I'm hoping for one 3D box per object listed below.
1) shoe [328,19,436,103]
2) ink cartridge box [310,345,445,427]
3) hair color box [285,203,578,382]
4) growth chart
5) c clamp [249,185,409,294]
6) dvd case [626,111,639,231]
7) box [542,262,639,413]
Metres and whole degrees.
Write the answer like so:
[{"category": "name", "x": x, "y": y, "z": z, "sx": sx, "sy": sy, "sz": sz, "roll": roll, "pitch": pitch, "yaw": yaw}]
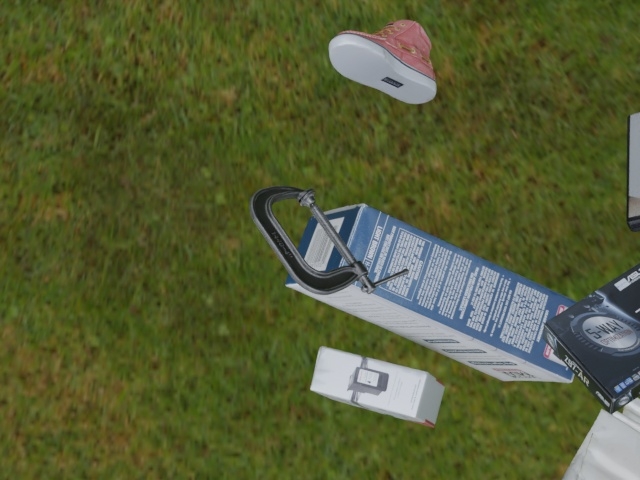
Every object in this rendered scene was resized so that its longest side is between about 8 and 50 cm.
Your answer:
[{"category": "shoe", "x": 0.074, "y": -0.231, "z": 1.763, "sx": 0.063, "sy": 0.081, "sz": 0.178, "roll": -21, "pitch": 151, "yaw": 38}, {"category": "ink cartridge box", "x": 0.075, "y": 0.191, "z": 1.917, "sx": 0.150, "sy": 0.109, "sz": 0.063, "roll": 12, "pitch": 81, "yaw": 21}, {"category": "hair color box", "x": 0.150, "y": 0.072, "z": 1.858, "sx": 0.347, "sy": 0.174, "sz": 0.105, "roll": 25, "pitch": 77, "yaw": -20}, {"category": "growth chart", "x": 0.303, "y": 0.255, "z": 1.418, "sx": 0.172, "sy": 0.237, "sz": 0.021, "roll": 41, "pitch": 145, "yaw": 5}, {"category": "c clamp", "x": 0.000, "y": 0.000, "z": 1.558, "sx": 0.161, "sy": 0.137, "sz": 0.022, "roll": 51, "pitch": 136, "yaw": 12}, {"category": "dvd case", "x": 0.470, "y": -0.109, "z": 1.663, "sx": 0.253, "sy": 0.180, "sz": 0.022, "roll": -15, "pitch": 133, "yaw": 27}, {"category": "box", "x": 0.188, "y": 0.057, "z": 0.891, "sx": 0.083, "sy": 0.067, "sz": 0.018, "roll": -30, "pitch": 148, "yaw": -15}]
